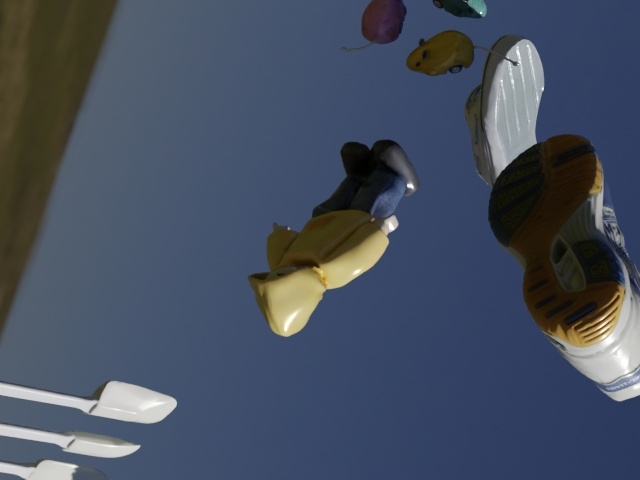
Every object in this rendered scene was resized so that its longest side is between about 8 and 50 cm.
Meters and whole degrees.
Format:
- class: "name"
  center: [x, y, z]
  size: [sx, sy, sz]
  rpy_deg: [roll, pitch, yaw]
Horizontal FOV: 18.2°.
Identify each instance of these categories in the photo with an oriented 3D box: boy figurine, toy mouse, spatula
- class: "boy figurine"
  center: [0.000, 0.000, 2.351]
  size: [0.177, 0.092, 0.285]
  rpy_deg: [1, -141, 41]
- class: "toy mouse"
  center: [0.094, -0.217, 1.839]
  size: [0.031, 0.161, 0.143]
  rpy_deg: [84, -1, -60]
- class: "spatula"
  center: [-0.269, 0.170, 1.821]
  size: [0.168, 0.242, 0.019]
  rpy_deg: [-46, -138, 38]

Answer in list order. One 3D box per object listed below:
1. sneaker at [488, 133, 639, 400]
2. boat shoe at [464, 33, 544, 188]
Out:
- class: "sneaker"
  center: [0.229, 0.026, 1.782]
  size: [0.112, 0.131, 0.296]
  rpy_deg: [-25, -146, 18]
- class: "boat shoe"
  center: [0.187, -0.133, 2.150]
  size: [0.083, 0.076, 0.226]
  rpy_deg: [-35, 139, -30]
